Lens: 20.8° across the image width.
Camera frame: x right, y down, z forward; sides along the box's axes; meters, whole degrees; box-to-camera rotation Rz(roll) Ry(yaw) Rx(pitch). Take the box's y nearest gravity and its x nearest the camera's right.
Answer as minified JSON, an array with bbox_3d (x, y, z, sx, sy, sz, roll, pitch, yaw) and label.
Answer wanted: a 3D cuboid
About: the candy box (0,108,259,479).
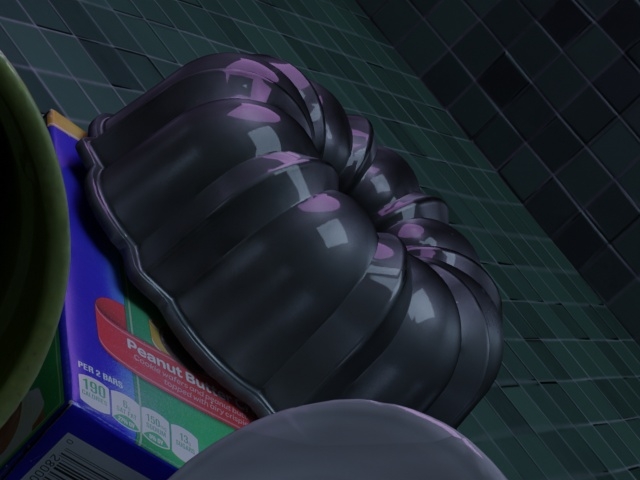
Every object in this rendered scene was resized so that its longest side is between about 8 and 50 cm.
[{"bbox_3d":[-0.098,0.100,1.118,0.268,0.122,0.317,35,20,-30],"label":"candy box"}]

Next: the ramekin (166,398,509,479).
[{"bbox_3d":[0.010,0.227,0.882,0.127,0.273,0.273,47,13,-45],"label":"ramekin"}]

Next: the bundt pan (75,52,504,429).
[{"bbox_3d":[0.000,0.000,1.161,0.331,0.124,0.331,42,16,-15],"label":"bundt pan"}]

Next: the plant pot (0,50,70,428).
[{"bbox_3d":[-0.260,-0.031,0.879,0.276,0.276,0.254,42,7,-14],"label":"plant pot"}]
